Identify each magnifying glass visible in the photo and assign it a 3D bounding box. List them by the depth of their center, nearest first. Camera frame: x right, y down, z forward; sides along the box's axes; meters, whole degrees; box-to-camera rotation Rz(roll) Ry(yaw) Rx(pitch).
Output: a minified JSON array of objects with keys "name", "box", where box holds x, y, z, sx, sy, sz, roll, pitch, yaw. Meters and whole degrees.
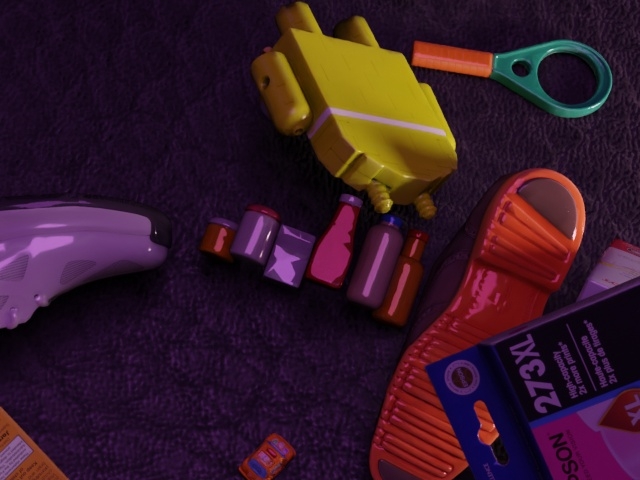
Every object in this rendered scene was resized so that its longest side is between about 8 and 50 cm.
[{"name":"magnifying glass","box":[0.217,-0.194,1.833,0.231,0.026,0.092,10,68,-6]}]

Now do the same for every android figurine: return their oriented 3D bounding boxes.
[{"name":"android figurine","box":[0.045,-0.135,1.700,0.248,0.056,0.273,6,49,-41]}]

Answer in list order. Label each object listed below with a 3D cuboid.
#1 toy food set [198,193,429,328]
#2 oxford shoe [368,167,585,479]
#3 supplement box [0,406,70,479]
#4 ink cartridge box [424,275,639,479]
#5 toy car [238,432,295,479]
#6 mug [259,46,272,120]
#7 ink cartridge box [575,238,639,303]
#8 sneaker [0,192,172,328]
[{"name":"toy food set","box":[0.000,0.000,1.668,0.232,0.111,0.104,20,78,-2]},{"name":"oxford shoe","box":[0.152,0.096,1.665,0.130,0.133,0.363,31,85,-13]},{"name":"supplement box","box":[-0.277,0.240,1.508,0.080,0.078,0.233,-47,110,-17]},{"name":"ink cartridge box","box":[0.289,0.133,1.504,0.371,0.069,0.175,-24,90,21]},{"name":"toy car","box":[-0.034,0.250,1.610,0.060,0.040,0.122,-26,73,-16]},{"name":"mug","box":[-0.041,-0.170,1.766,0.078,0.064,0.062,25,68,3]},{"name":"ink cartridge box","box":[0.315,0.095,1.617,0.128,0.176,0.127,25,110,13]},{"name":"sneaker","box":[-0.359,0.099,1.594,0.448,0.169,0.257,-7,84,-11]}]
